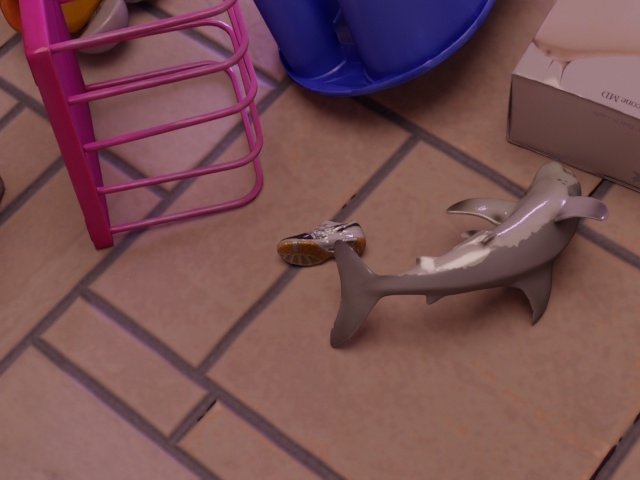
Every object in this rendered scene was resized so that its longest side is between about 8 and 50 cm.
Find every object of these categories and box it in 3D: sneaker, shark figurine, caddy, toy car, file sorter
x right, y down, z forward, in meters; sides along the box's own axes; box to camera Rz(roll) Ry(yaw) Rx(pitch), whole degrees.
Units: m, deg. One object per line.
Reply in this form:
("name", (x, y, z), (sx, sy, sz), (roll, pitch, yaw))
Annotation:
("sneaker", (0.000, 0.000, 1.214), (0.083, 0.032, 0.037), (-5, 45, -3))
("shark figurine", (0.150, 0.030, 1.142), (0.278, 0.116, 0.166), (-26, 26, -18))
("caddy", (0.075, -0.295, 1.300), (0.241, 0.179, 0.341), (10, 58, 38))
("toy car", (-0.269, -0.289, 1.365), (0.136, 0.159, 0.182), (-3, 50, 48))
("file sorter", (-0.159, -0.169, 1.181), (0.182, 0.290, 0.202), (-13, 58, -5))

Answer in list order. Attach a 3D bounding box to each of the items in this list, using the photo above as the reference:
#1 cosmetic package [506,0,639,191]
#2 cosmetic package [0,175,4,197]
("cosmetic package", (0.319, -0.213, 1.259), (0.160, 0.113, 0.309), (23, 63, 18))
("cosmetic package", (-0.407, -0.025, 1.197), (0.151, 0.151, 0.183), (5, 59, 8))
